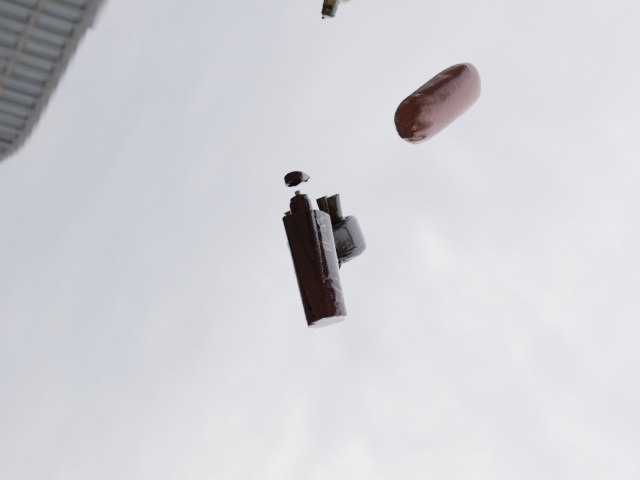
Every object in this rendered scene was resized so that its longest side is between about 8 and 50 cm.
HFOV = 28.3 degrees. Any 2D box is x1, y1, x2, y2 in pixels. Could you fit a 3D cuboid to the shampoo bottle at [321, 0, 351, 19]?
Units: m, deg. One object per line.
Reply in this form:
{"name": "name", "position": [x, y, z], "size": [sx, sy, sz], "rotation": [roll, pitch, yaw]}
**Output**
{"name": "shampoo bottle", "position": [0.032, -0.488, 2.350], "size": [0.079, 0.079, 0.162], "rotation": [-11, -118, 62]}

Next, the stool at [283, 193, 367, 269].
{"name": "stool", "position": [0.000, 0.000, 2.061], "size": [0.217, 0.125, 0.121], "rotation": [-52, 122, -73]}

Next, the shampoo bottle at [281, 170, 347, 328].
{"name": "shampoo bottle", "position": [-0.013, 0.010, 1.858], "size": [0.067, 0.068, 0.236], "rotation": [-17, -108, 11]}

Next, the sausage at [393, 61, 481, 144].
{"name": "sausage", "position": [0.177, -0.205, 1.890], "size": [0.194, 0.077, 0.077], "rotation": [-38, -179, -38]}
